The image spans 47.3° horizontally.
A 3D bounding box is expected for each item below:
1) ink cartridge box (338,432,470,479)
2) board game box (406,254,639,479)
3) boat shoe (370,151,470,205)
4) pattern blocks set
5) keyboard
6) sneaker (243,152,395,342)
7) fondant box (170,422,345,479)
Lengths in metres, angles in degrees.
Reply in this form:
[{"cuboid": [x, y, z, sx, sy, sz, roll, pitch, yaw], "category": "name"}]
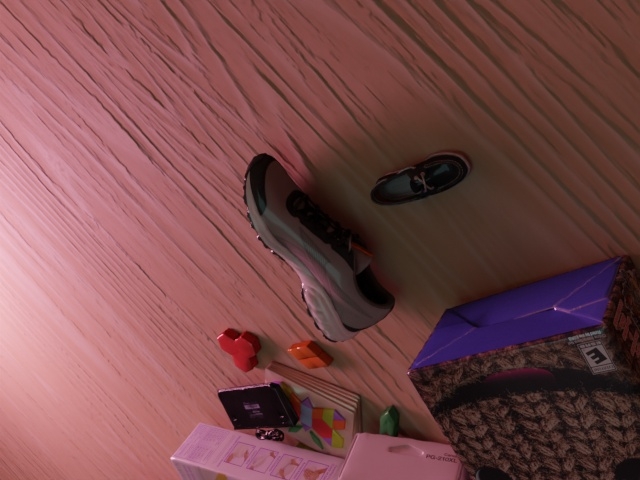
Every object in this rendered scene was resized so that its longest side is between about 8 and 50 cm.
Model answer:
[{"cuboid": [0.134, 0.415, 1.089, 0.172, 0.100, 0.237, 2, 121, 23], "category": "ink cartridge box"}, {"cuboid": [0.277, 0.198, 0.800, 0.232, 0.141, 0.291, -24, 103, 38], "category": "board game box"}, {"cuboid": [0.110, -0.067, 0.832, 0.125, 0.038, 0.046, -9, 113, 41], "category": "boat shoe"}, {"cuboid": [-0.016, 0.277, 1.180, 0.325, 0.026, 0.285, 8, 124, 33], "category": "pattern blocks set"}, {"cuboid": [-0.101, 0.287, 1.219, 0.180, 0.023, 0.108, -20, 98, 50], "category": "keyboard"}, {"cuboid": [0.000, 0.000, 0.936, 0.108, 0.100, 0.271, -26, 106, 31], "category": "sneaker"}, {"cuboid": [-0.080, 0.464, 1.286, 0.330, 0.096, 0.238, 2, 125, 34], "category": "fondant box"}]
